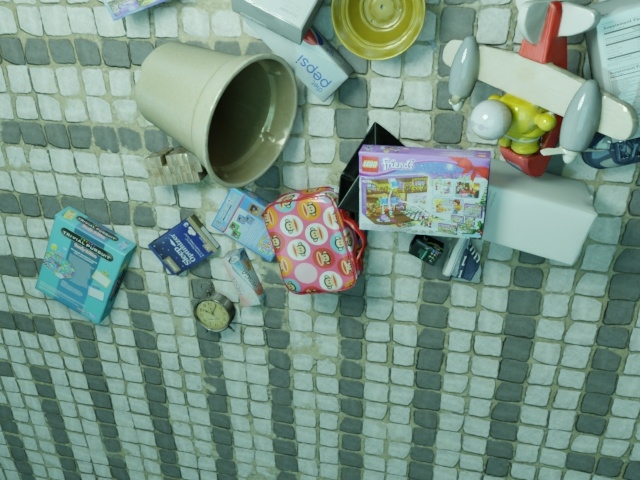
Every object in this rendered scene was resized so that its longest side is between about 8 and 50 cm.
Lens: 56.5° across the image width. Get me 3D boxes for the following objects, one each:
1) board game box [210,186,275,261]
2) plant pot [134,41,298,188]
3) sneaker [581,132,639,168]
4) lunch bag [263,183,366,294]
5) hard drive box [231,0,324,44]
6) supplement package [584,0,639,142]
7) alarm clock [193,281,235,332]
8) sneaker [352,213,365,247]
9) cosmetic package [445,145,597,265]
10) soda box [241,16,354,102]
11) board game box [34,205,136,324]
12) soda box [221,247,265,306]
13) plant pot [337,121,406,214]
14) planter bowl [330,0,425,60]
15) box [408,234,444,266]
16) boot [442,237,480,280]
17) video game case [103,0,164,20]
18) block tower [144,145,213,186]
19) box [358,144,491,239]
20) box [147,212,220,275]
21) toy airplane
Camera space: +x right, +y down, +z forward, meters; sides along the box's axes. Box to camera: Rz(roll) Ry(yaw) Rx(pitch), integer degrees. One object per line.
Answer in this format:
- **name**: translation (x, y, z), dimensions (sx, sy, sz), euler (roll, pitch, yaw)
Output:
- **board game box**: translation (-0.200, -0.053, 1.772), dimensions (0.212, 0.039, 0.160), euler (32, 121, -3)
- **plant pot**: translation (-0.277, -0.342, 1.479), dimensions (0.306, 0.334, 0.333), euler (28, 124, 24)
- **sneaker**: translation (0.766, -0.230, 1.355), dimensions (0.319, 0.131, 0.112), euler (-18, 112, 23)
- **lunch bag**: translation (0.000, 0.000, 1.641), dimensions (0.258, 0.120, 0.292), euler (-8, 108, 23)
- **hard drive box**: translation (-0.071, -0.595, 1.346), dimensions (0.181, 0.089, 0.232), euler (28, 83, -1)
- **supplement package**: translation (0.686, -0.379, 1.258), dimensions (0.198, 0.199, 0.262), euler (-11, 114, 20)
- **alarm clock**: translation (-0.349, 0.215, 1.942), dimensions (0.130, 0.064, 0.191), euler (-4, 119, 17)
- **sneaker**: translation (0.086, -0.025, 1.691), dimensions (0.078, 0.067, 0.188), euler (15, 123, 0)
- **cosmetic package**: translation (0.463, -0.094, 1.477), dimensions (0.366, 0.197, 0.155), euler (18, 121, 7)
- **soda box**: translation (-0.052, -0.484, 1.470), dimensions (0.286, 0.091, 0.098), euler (45, 119, -10)
- **board game box**: translation (-0.786, 0.088, 1.986), dimensions (0.254, 0.079, 0.336), euler (30, 121, -2)
- **soda box**: translation (-0.238, 0.117, 1.862), dimensions (0.063, 0.058, 0.183), euler (-13, 114, 22)
- **plant pot**: translation (0.163, -0.161, 1.542), dimensions (0.167, 0.188, 0.187), euler (26, 121, -13)
- **planter bowl**: translation (0.139, -0.539, 1.388), dimensions (0.217, 0.090, 0.217), euler (6, 119, 12)
- **box**: translation (0.295, 0.022, 1.661), dimensions (0.083, 0.062, 0.052), euler (27, 120, 0)
- **boot**: translation (0.404, 0.027, 1.638), dimensions (0.086, 0.069, 0.189), euler (13, 128, 0)
- **video game case**: translation (-0.423, -0.686, 1.398), dimensions (0.270, 0.061, 0.244), euler (-20, 128, 2)
- **block tower**: translation (-0.321, -0.223, 1.685), dimensions (0.336, 0.091, 0.097), euler (-3, 117, 16)
- **box**: translation (0.237, -0.113, 1.385), dimensions (0.294, 0.057, 0.200), euler (6, 119, 14)
- **box**: translation (-0.440, 0.023, 1.882), dimensions (0.225, 0.036, 0.136), euler (-30, 106, 28)
- **toy airplane**: translation (0.433, -0.319, 1.260), dimensions (0.273, 0.386, 0.384), euler (-33, 91, -14)
